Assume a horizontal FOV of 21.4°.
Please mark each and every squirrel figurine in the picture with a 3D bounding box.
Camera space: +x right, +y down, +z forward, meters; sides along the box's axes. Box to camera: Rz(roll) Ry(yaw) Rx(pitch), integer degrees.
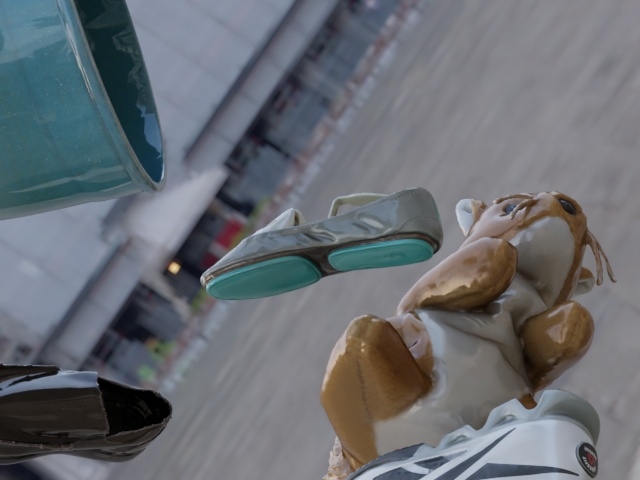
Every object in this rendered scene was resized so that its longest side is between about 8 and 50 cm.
[{"bbox_3d":[0.162,0.125,1.895,0.370,0.281,0.397,-64,-1,-39],"label":"squirrel figurine"}]

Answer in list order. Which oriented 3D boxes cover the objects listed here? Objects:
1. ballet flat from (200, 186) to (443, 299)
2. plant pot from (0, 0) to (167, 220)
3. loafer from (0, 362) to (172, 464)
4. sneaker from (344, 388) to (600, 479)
[{"bbox_3d":[0.000,0.000,1.446,0.072,0.213,0.068,56,-155,-59],"label":"ballet flat"},{"bbox_3d":[-0.278,-0.128,1.270,0.255,0.272,0.271,-18,6,3],"label":"plant pot"},{"bbox_3d":[-0.208,0.130,1.361,0.078,0.080,0.220,-32,-25,35],"label":"loafer"},{"bbox_3d":[0.117,0.268,1.588,0.330,0.122,0.146,-36,30,33],"label":"sneaker"}]
